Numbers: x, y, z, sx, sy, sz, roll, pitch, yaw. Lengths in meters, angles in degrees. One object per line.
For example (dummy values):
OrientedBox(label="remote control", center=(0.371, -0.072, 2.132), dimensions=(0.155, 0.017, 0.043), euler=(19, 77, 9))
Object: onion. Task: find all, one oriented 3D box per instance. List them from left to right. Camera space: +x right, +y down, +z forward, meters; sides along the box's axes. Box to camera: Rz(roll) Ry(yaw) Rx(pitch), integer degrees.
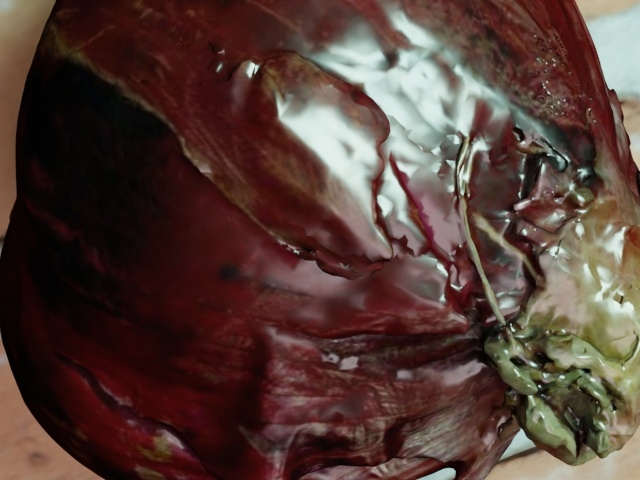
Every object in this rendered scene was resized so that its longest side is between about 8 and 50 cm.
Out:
OrientedBox(label="onion", center=(-0.016, -0.011, 0.630), dimensions=(0.281, 0.281, 0.221), euler=(-52, 165, 27))
